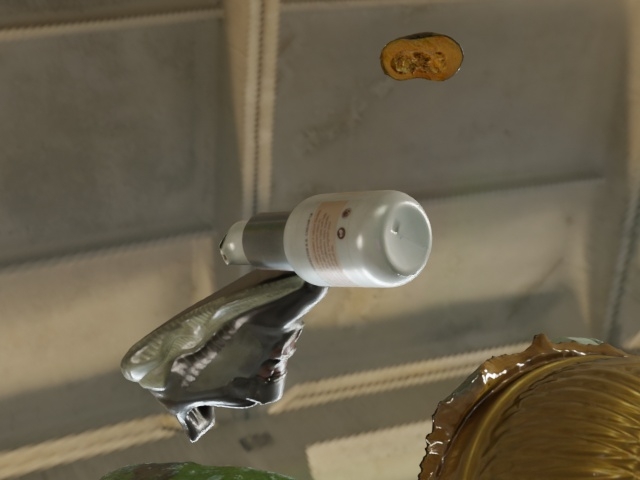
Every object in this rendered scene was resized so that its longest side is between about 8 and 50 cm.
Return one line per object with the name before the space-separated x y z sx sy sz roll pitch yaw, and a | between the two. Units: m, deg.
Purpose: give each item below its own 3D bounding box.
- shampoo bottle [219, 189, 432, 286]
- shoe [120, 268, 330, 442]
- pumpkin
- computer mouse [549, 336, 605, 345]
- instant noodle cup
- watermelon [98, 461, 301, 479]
shampoo bottle | 0.000 0.000 0.992 0.074 0.192 0.074 1 -92 -41
shoe | -0.069 0.096 1.110 0.228 0.099 0.112 -27 -85 28
pumpkin | 0.100 -0.187 1.255 0.083 0.028 0.050 -1 -56 0
computer mouse | 0.211 0.198 0.832 0.097 0.288 0.159 -19 -18 -25
instant noodle cup | 0.174 0.146 0.541 0.274 0.274 0.091 5 -33 -30
watermelon | -0.145 0.366 1.552 0.264 0.151 0.302 0 -46 15
